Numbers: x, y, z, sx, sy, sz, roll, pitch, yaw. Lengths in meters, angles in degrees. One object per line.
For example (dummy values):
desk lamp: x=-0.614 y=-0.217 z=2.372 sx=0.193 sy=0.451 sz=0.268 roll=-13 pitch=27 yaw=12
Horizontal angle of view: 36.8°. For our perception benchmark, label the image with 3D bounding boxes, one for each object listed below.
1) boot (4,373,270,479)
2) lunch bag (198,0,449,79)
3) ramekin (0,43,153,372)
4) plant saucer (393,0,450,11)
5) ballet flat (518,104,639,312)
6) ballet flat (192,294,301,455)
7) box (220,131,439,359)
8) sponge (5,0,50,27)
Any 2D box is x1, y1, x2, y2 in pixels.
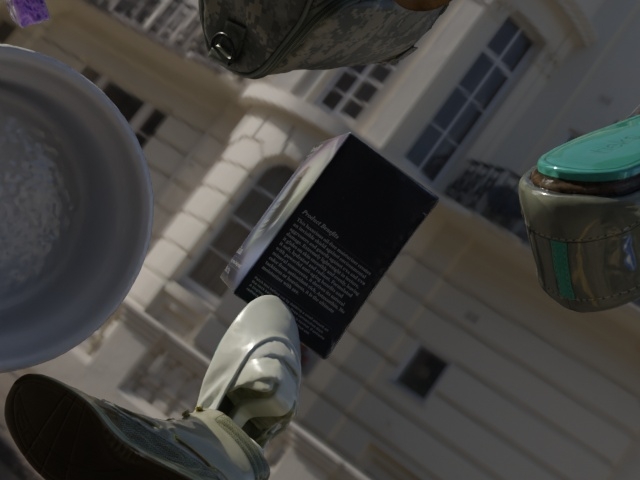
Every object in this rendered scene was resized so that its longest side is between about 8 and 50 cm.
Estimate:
boot: x=-0.156 y=0.177 z=0.849 sx=0.213 sy=0.077 sz=0.165 roll=28 pitch=9 yaw=12
lunch bag: x=0.017 y=-0.311 z=1.068 sx=0.212 sy=0.256 sz=0.305 roll=38 pitch=34 yaw=26
ramekin: x=-0.302 y=-0.030 z=0.856 sx=0.277 sy=0.277 sz=0.135 roll=41 pitch=-15 yaw=-26
plant saucer: x=0.081 y=-0.224 z=0.761 sx=0.083 sy=0.083 sz=0.015 roll=32 pitch=14 yaw=25
ballet flat: x=0.161 y=-0.033 z=0.413 sx=0.072 sy=0.213 sz=0.068 roll=15 pitch=-55 yaw=48
ballet flat: x=-0.101 y=0.240 z=1.226 sx=0.139 sy=0.400 sz=0.139 roll=21 pitch=-32 yaw=14
box: x=0.000 y=0.000 z=1.523 sx=0.182 sy=0.294 sz=0.296 roll=37 pitch=-5 yaw=-9
sponge: x=-0.300 y=-0.306 z=0.880 sx=0.117 sy=0.031 sz=0.210 roll=-142 pitch=-145 yaw=-63
